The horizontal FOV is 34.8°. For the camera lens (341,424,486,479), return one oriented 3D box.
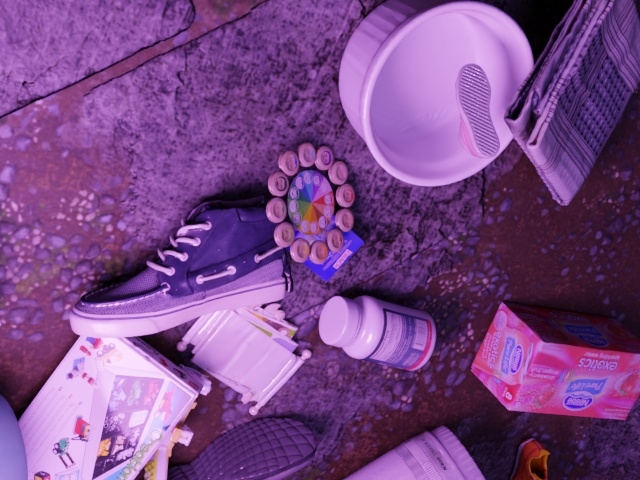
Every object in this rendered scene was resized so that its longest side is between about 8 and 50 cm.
[{"bbox_3d":[0.160,0.491,1.854,0.274,0.219,0.219,-30,126,-8],"label":"camera lens"}]

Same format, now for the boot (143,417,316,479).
[{"bbox_3d":[-0.150,0.449,1.767,0.338,0.118,0.222,-21,131,-5],"label":"boot"}]

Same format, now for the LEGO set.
[{"bbox_3d":[-0.275,0.327,1.607,0.107,0.132,0.287,22,84,-28],"label":"LEGO set"}]

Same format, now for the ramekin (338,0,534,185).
[{"bbox_3d":[0.162,-0.231,1.500,0.277,0.135,0.277,-12,122,-19],"label":"ramekin"}]

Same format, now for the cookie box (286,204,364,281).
[{"bbox_3d":[0.000,0.000,1.611,0.092,0.040,0.107,-46,126,3],"label":"cookie box"}]

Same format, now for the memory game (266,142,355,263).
[{"bbox_3d":[-0.011,-0.055,1.534,0.186,0.012,0.186,1,89,-45],"label":"memory game"}]

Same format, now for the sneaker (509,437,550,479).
[{"bbox_3d":[0.425,0.484,2.075,0.064,0.067,0.175,-14,124,-20],"label":"sneaker"}]

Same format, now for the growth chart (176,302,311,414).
[{"bbox_3d":[-0.117,0.173,1.665,0.172,0.021,0.237,-43,127,1],"label":"growth chart"}]

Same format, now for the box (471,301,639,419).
[{"bbox_3d":[0.453,0.227,1.895,0.300,0.142,0.154,10,113,-30],"label":"box"}]

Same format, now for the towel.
[{"bbox_3d":[0.413,-0.237,1.570,0.312,0.056,0.324,-59,146,-3],"label":"towel"}]

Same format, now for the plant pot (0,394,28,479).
[{"bbox_3d":[-0.542,0.314,1.387,0.235,0.293,0.293,-7,121,-38],"label":"plant pot"}]

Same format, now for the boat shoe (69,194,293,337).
[{"bbox_3d":[-0.203,0.029,1.485,0.341,0.127,0.158,-13,111,-29],"label":"boat shoe"}]

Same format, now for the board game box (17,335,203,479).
[{"bbox_3d":[-0.343,0.284,1.540,0.193,0.053,0.305,38,99,-2],"label":"board game box"}]

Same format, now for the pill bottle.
[{"bbox_3d":[0.093,0.149,1.699,0.180,0.108,0.108,17,109,-31],"label":"pill bottle"}]

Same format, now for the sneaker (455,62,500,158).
[{"bbox_3d":[0.214,-0.180,1.447,0.051,0.070,0.134,-14,94,-8],"label":"sneaker"}]
